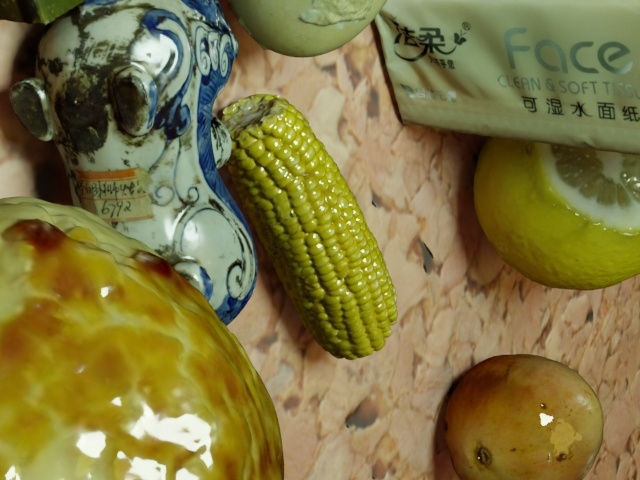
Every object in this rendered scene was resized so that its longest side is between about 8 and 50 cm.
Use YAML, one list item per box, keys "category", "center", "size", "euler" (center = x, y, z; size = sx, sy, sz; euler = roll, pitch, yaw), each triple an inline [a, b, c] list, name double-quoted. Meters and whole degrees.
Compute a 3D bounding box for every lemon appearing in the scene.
- category: "lemon"
  center: [0.289, -0.054, 1.336]
  size: [0.240, 0.240, 0.219]
  euler: [-56, 177, -26]

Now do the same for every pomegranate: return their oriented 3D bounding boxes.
- category: "pomegranate"
  center: [0.244, 0.225, 1.390]
  size: [0.191, 0.191, 0.191]
  euler: [-20, 116, -48]

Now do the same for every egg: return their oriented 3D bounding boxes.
- category: "egg"
  center: [-0.004, -0.247, 0.941]
  size: [0.164, 0.164, 0.201]
  euler: [13, 91, -53]

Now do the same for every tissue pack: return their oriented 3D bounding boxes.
- category: "tissue pack"
  center: [0.306, -0.241, 1.146]
  size: [0.332, 0.405, 0.205]
  euler: [-46, 130, -35]

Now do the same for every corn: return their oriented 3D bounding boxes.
- category: "corn"
  center: [0.000, 0.000, 1.071]
  size: [0.101, 0.102, 0.310]
  euler: [-51, 136, -30]

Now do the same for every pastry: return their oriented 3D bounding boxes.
- category: "pastry"
  center: [-0.182, 0.163, 0.682]
  size: [0.388, 0.313, 0.388]
  euler: [-45, 144, -46]

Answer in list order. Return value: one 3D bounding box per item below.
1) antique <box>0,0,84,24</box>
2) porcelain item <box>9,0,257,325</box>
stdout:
- category: "antique"
  center: [-0.154, -0.229, 0.805]
  size: [0.221, 0.081, 0.080]
  euler: [-42, 135, -42]
- category: "porcelain item"
  center: [-0.124, -0.061, 0.885]
  size: [0.186, 0.138, 0.287]
  euler: [-47, 132, -58]
